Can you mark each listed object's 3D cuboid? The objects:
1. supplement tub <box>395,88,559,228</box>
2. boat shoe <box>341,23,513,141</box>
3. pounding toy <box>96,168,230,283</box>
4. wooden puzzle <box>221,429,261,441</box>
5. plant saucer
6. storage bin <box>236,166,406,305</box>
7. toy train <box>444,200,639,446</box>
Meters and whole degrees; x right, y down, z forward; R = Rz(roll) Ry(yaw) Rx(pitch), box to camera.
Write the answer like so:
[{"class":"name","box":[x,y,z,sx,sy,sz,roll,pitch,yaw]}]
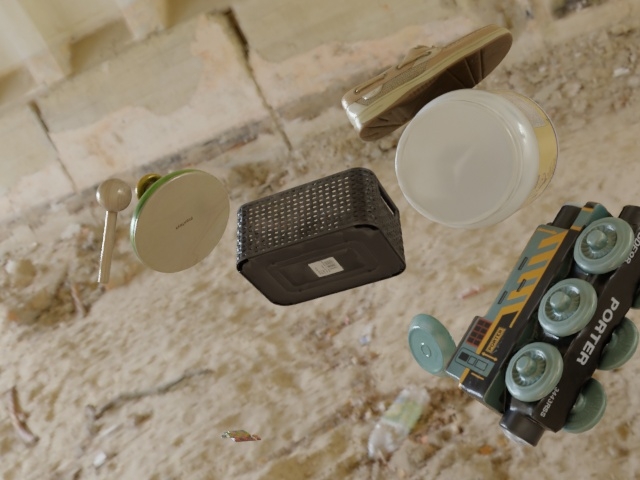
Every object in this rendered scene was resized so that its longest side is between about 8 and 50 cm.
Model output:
[{"class":"supplement tub","box":[0.284,-0.149,1.469,0.241,0.241,0.331,-18,2,26]},{"class":"boat shoe","box":[0.198,-0.322,1.562,0.341,0.110,0.121,-30,-25,5]},{"class":"pounding toy","box":[-0.274,-0.045,1.344,0.237,0.182,0.110,-12,34,-42]},{"class":"wooden puzzle","box":[-0.165,0.400,1.682,0.083,0.006,0.049,6,6,-39]},{"class":"plant saucer","box":[0.185,0.183,1.398,0.021,0.119,0.119,-23,14,-31]},{"class":"storage bin","box":[0.000,0.000,0.983,0.180,0.122,0.084,-16,53,20]},{"class":"toy train","box":[0.299,0.094,1.046,0.333,0.142,0.190,-59,30,-6]}]
